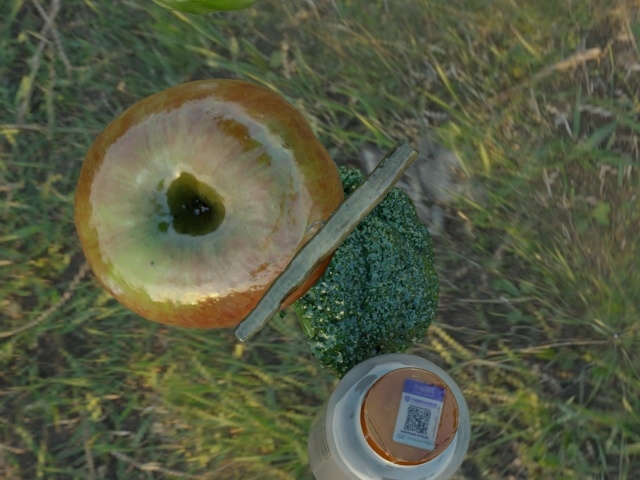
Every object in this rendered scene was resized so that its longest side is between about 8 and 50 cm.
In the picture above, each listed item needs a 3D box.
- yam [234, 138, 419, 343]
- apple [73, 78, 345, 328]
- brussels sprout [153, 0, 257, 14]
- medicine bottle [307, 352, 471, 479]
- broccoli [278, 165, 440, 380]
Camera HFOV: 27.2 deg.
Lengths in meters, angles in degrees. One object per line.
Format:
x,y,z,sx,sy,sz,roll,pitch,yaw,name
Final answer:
0.001,0.001,1.169,0.029,0.027,0.234,41,96,-16,yam
-0.114,-0.041,1.472,0.309,0.250,0.277,7,97,20,apple
-0.103,-0.305,1.106,0.244,0.244,0.244,-1,86,13,brussels sprout
0.076,0.213,1.460,0.157,0.288,0.157,2,74,-6,medicine bottle
0.033,0.048,1.664,0.242,0.269,0.261,10,79,13,broccoli
